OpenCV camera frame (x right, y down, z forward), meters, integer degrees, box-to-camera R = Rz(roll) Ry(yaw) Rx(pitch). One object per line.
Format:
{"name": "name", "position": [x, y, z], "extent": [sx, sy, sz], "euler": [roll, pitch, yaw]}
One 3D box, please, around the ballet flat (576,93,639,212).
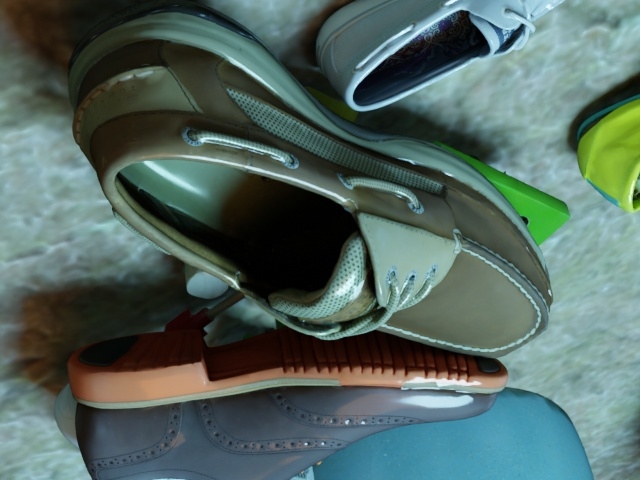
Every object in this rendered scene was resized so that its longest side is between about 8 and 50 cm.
{"name": "ballet flat", "position": [0.277, -0.090, 0.855], "extent": [0.231, 0.077, 0.077], "euler": [-30, 139, 8]}

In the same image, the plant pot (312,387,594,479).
{"name": "plant pot", "position": [0.116, 0.290, 1.094], "extent": [0.290, 0.195, 0.290], "euler": [-12, 138, -11]}

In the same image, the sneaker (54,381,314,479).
{"name": "sneaker", "position": [-0.111, 0.166, 0.949], "extent": [0.115, 0.090, 0.232], "euler": [-38, 136, 21]}

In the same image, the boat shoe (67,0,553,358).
{"name": "boat shoe", "position": [0.000, 0.000, 0.722], "extent": [0.324, 0.120, 0.122], "euler": [28, 127, -31]}

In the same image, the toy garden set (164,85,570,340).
{"name": "toy garden set", "position": [0.004, 0.010, 0.863], "extent": [0.204, 0.049, 0.244], "euler": [22, 129, -31]}

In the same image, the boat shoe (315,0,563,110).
{"name": "boat shoe", "position": [0.087, -0.127, 0.744], "extent": [0.184, 0.063, 0.066], "euler": [-21, 138, -2]}

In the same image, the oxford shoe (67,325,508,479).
{"name": "oxford shoe", "position": [-0.018, 0.108, 0.835], "extent": [0.271, 0.097, 0.098], "euler": [-2, 103, 3]}
